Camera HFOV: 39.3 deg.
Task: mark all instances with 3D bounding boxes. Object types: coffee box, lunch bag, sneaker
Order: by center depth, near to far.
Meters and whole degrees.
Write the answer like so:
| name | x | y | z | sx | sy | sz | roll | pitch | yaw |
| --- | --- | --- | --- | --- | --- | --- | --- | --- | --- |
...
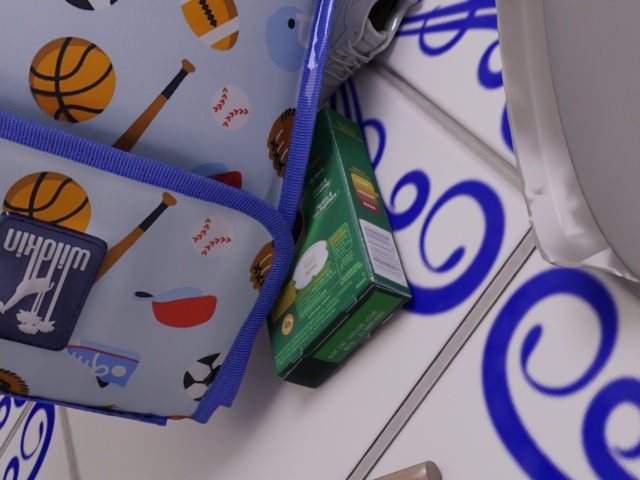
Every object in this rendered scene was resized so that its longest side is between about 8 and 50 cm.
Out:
| name | x | y | z | sx | sy | sz | roll | pitch | yaw |
| --- | --- | --- | --- | --- | --- | --- | --- | --- | --- |
| lunch bag | -0.180 | -0.082 | 0.628 | 0.239 | 0.327 | 0.386 | -4 | 71 | 65 |
| coffee box | 0.000 | 0.000 | 0.654 | 0.113 | 0.040 | 0.184 | -48 | 37 | 30 |
| sneaker | 0.020 | -0.160 | 0.717 | 0.152 | 0.053 | 0.061 | -53 | 38 | 18 |

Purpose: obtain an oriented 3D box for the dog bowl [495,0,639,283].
| name | x | y | z | sx | sy | sz | roll | pitch | yaw |
| --- | --- | --- | --- | --- | --- | --- | --- | --- | --- |
| dog bowl | 0.145 | -0.105 | 0.302 | 0.349 | 0.102 | 0.349 | 173 | 90 | -90 |

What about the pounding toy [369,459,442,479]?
| name | x | y | z | sx | sy | sz | roll | pitch | yaw |
| --- | --- | --- | --- | --- | --- | --- | --- | --- | --- |
| pounding toy | -0.028 | 0.239 | 0.482 | 0.183 | 0.110 | 0.237 | -29 | 48 | 43 |
